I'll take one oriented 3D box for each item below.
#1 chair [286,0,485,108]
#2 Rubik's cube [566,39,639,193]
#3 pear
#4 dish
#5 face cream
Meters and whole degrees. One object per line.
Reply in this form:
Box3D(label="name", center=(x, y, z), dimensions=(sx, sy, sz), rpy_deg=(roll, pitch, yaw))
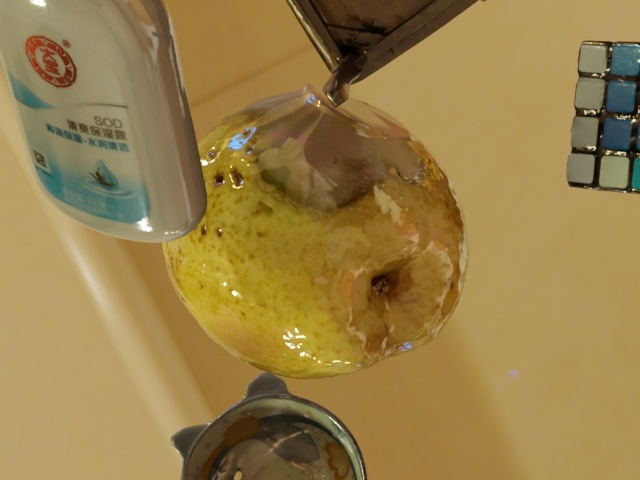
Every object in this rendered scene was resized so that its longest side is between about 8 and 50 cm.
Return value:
Box3D(label="chair", center=(0.030, -0.232, 1.347), dimensions=(0.186, 0.160, 0.319), rpy_deg=(52, -167, -8))
Box3D(label="Rubik's cube", center=(0.356, -0.119, 1.803), dimensions=(0.155, 0.151, 0.154), rpy_deg=(4, -87, -55))
Box3D(label="pear", center=(0.000, 0.000, 1.544), dimensions=(0.271, 0.271, 0.271), rpy_deg=(62, 175, 10))
Box3D(label="dish", center=(-0.053, 0.269, 1.874), dimensions=(0.227, 0.236, 0.086), rpy_deg=(15, 166, 18))
Box3D(label="face cream", center=(-0.175, -0.148, 1.320), dimensions=(0.163, 0.080, 0.337), rpy_deg=(19, 139, 25))
